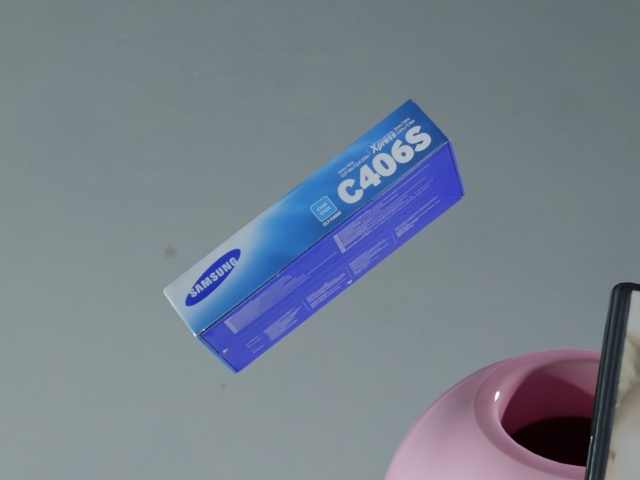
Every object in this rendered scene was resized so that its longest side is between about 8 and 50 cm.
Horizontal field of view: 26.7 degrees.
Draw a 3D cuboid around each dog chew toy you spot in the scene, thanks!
[{"bbox_3d":[0.132,0.227,0.739,0.207,0.331,0.206,-1,28,0],"label":"dog chew toy"}]

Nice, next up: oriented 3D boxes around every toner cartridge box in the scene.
[{"bbox_3d":[0.000,0.000,1.529,0.348,0.165,0.075,-38,66,-4],"label":"toner cartridge box"}]

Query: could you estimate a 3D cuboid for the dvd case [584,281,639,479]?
[{"bbox_3d":[0.196,0.153,0.568,0.180,0.022,0.253,9,80,9],"label":"dvd case"}]
